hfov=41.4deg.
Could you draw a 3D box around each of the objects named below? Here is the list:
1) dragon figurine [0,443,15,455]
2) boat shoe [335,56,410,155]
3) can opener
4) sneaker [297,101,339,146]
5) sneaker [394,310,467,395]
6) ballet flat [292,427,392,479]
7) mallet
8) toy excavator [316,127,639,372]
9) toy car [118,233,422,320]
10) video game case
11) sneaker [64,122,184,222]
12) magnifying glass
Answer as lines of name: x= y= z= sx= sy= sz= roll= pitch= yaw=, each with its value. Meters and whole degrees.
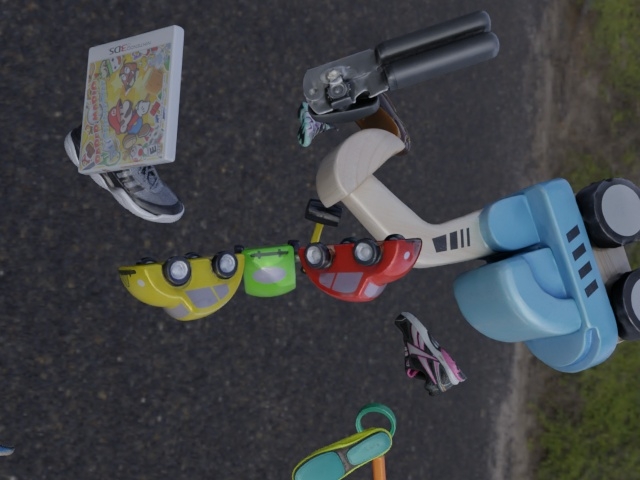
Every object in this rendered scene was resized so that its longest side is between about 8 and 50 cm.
dragon figurine: x=-0.530 y=0.214 z=1.156 sx=0.289 sy=0.085 sz=0.144 roll=21 pitch=66 yaw=-36
boat shoe: x=0.085 y=-0.226 z=1.459 sx=0.073 sy=0.073 sz=0.207 roll=15 pitch=42 yaw=-57
can opener: x=0.112 y=-0.242 z=1.217 sx=0.095 sy=0.284 sz=0.076 roll=61 pitch=13 yaw=-68
sneaker: x=-0.002 y=-0.189 z=1.417 sx=0.069 sy=0.038 sz=0.098 roll=14 pitch=49 yaw=-17
sneaker: x=0.169 y=0.194 z=1.454 sx=0.077 sy=0.178 sz=0.072 roll=-39 pitch=130 yaw=0
ballet flat: x=0.045 y=0.464 z=1.822 sx=0.077 sy=0.231 sz=0.077 roll=-156 pitch=-136 yaw=-78
mallet: x=0.000 y=0.000 z=1.471 sx=0.189 sy=0.062 sz=0.039 roll=97 pitch=4 yaw=-50
toy excavator: x=0.254 y=0.014 z=1.270 sx=0.445 sy=0.222 sz=0.432 roll=-16 pitch=85 yaw=-25
toy car: x=-0.042 y=0.029 z=0.740 sx=0.225 sy=0.239 sz=0.053 roll=-166 pitch=-109 yaw=-86
video game case: x=-0.317 y=-0.230 z=1.407 sx=0.026 sy=0.206 sz=0.226 roll=16 pitch=73 yaw=-55
sneaker: x=-0.354 y=-0.153 z=1.633 sx=0.269 sy=0.153 sz=0.101 roll=38 pitch=35 yaw=-11
magnifying glass: x=0.131 y=0.475 z=1.953 sx=0.026 sy=0.092 sz=0.231 roll=-71 pitch=158 yaw=-62
